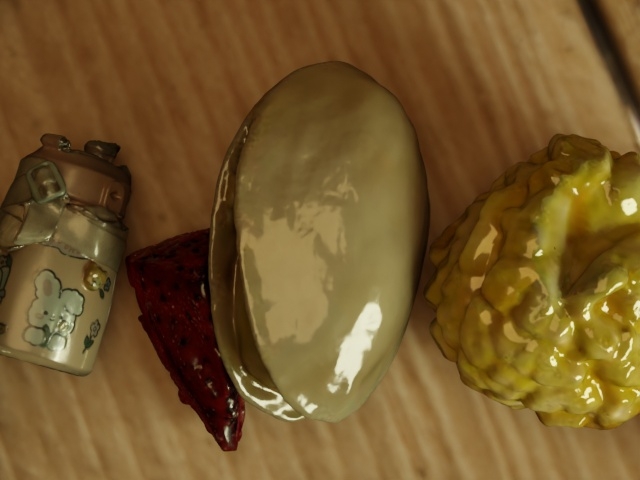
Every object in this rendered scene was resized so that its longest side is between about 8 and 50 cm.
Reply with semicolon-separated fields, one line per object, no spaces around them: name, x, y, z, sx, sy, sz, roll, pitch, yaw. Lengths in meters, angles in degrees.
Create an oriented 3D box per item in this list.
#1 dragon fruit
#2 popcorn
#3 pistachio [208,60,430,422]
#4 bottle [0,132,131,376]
dragon fruit;-0.085;0.067;1.098;0.063;0.097;0.131;-9;106;6
popcorn;0.154;0.026;1.051;0.170;0.180;0.180;7;84;43
pistachio;0.000;0.000;1.060;0.152;0.126;0.223;9;81;-38
bottle;-0.168;0.003;1.092;0.099;0.099;0.152;16;85;5
